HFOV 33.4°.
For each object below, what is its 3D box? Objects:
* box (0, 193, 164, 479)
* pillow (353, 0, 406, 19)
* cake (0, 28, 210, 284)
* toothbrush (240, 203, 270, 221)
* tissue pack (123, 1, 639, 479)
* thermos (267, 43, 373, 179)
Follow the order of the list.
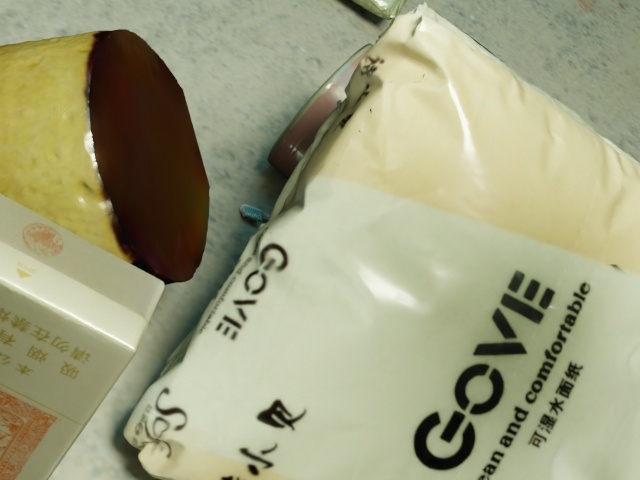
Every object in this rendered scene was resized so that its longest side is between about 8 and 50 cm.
[{"bbox_3d":[-0.192,0.068,0.602,0.141,0.201,0.058,30,39,-12],"label":"box"},{"bbox_3d":[0.021,-0.411,1.345,0.281,0.076,0.274,37,36,-2],"label":"pillow"},{"bbox_3d":[-0.195,-0.040,0.756,0.208,0.178,0.185,35,45,-64],"label":"cake"},{"bbox_3d":[0.000,0.000,0.972,0.162,0.014,0.017,21,27,-21],"label":"toothbrush"},{"bbox_3d":[0.101,0.067,0.784,0.390,0.195,0.375,27,84,-17],"label":"tissue pack"},{"bbox_3d":[0.101,-0.048,0.973,0.265,0.176,0.146,41,59,3],"label":"thermos"}]
